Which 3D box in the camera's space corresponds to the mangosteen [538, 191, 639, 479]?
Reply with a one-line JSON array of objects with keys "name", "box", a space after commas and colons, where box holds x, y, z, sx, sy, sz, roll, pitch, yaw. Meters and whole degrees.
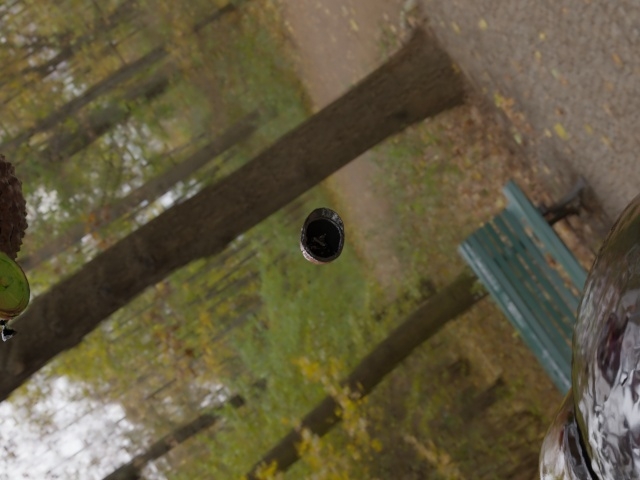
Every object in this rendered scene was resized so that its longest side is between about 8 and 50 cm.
[{"name": "mangosteen", "box": [0.227, 0.091, 0.349, 0.296, 0.313, 0.297, 21, 163, 7]}]

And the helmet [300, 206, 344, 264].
[{"name": "helmet", "box": [0.000, -0.001, 1.418, 0.049, 0.065, 0.084, 123, 158, -65]}]

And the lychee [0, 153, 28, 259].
[{"name": "lychee", "box": [-0.595, -0.034, 1.539, 0.276, 0.275, 0.304, 57, 170, -24]}]

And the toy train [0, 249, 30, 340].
[{"name": "toy train", "box": [-0.442, 0.001, 1.055, 0.296, 0.100, 0.160, 57, -151, -10]}]
